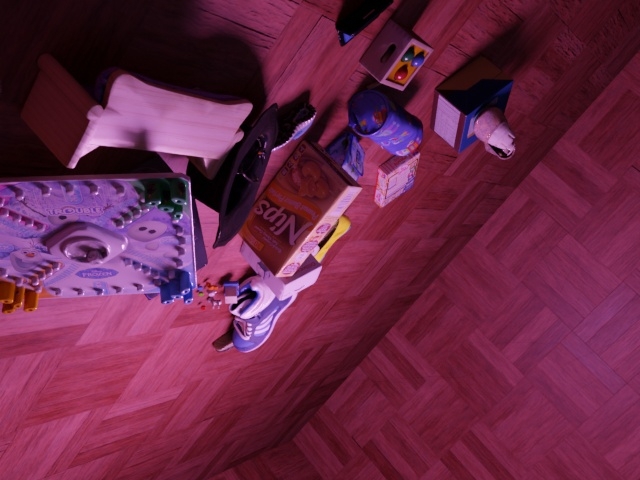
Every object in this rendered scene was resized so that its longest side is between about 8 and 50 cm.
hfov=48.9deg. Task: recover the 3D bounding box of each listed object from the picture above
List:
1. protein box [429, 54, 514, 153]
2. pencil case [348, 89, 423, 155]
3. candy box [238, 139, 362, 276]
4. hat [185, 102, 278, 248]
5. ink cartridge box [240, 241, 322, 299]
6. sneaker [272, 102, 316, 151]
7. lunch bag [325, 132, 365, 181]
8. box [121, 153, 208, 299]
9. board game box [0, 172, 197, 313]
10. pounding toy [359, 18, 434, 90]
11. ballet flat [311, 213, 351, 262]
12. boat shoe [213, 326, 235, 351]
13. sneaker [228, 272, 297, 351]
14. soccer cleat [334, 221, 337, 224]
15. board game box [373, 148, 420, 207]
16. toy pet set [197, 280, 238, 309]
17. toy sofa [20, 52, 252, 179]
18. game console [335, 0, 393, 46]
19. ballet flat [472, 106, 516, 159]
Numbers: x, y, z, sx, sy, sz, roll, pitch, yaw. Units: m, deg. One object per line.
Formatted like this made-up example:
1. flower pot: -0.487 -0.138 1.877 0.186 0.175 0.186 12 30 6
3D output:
1. protein box: 0.458 -0.414 2.156 0.199 0.136 0.201 -38 158 -14
2. pencil case: 0.176 -0.311 1.892 0.133 0.119 0.306 -28 164 21
3. candy box: -0.060 -0.079 1.824 0.316 0.183 0.087 -51 156 19
4. hat: -0.202 -0.153 1.474 0.331 0.133 0.331 23 90 -88
5. ink cartridge box: -0.111 0.053 1.971 0.139 0.191 0.082 -27 153 -35
6. sneaker: -0.073 -0.251 1.651 0.162 0.063 0.073 -37 161 -14
7. lunch bag: 0.061 -0.208 1.928 0.151 0.096 0.129 -57 156 -3
8. box: -0.353 -0.022 1.482 0.165 0.143 0.270 -33 156 -21
9. board game box: -0.429 0.020 1.290 0.389 0.050 0.390 -2 147 -9
10. pounding toy: 0.193 -0.424 1.743 0.181 0.094 0.206 -52 156 22
11. ballet flat: 0.000 0.000 2.243 0.231 0.077 0.077 -47 137 3
12. boat shoe: -0.289 0.326 2.364 0.152 0.056 0.049 -24 158 -18
13. sneaker: -0.234 0.227 2.185 0.323 0.130 0.236 -50 152 21
14. soccer cleat: -0.007 -0.059 2.127 0.072 0.060 0.179 -36 162 19
15. board game box: 0.249 -0.207 2.302 0.146 0.045 0.193 -34 157 -19
16. toy pet set: -0.293 0.140 2.030 0.114 0.065 0.122 -1 144 -7
17. toy sofa: -0.296 -0.224 1.202 0.362 0.150 0.177 -3 132 -58
18. game console: 0.100 -0.472 1.532 0.122 0.107 0.071 -42 130 -4
19. ballet flat: 0.548 -0.320 2.151 0.107 0.106 0.316 -48 158 11
